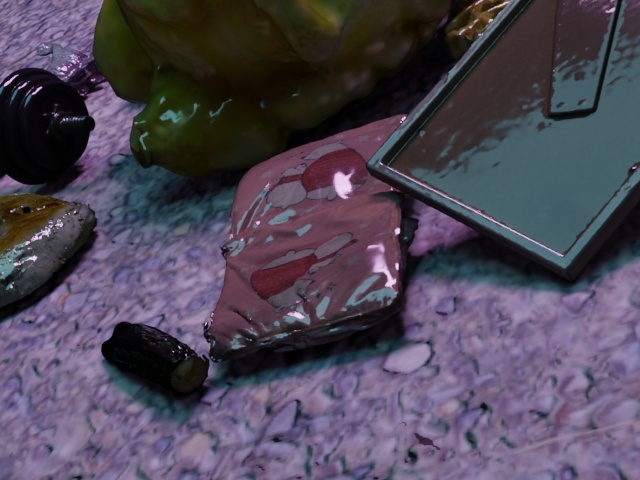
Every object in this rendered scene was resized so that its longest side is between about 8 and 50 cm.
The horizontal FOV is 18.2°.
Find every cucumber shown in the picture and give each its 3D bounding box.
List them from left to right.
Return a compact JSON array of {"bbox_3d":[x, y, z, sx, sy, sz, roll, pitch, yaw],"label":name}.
[{"bbox_3d":[-0.109,0.070,1.259,0.033,0.034,0.135,-36,26,-20],"label":"cucumber"}]

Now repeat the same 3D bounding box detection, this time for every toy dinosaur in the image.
[{"bbox_3d":[-0.234,-0.166,1.884,0.082,0.039,0.209,-3,39,31],"label":"toy dinosaur"}]

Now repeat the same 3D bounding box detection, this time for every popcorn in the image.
[{"bbox_3d":[-0.040,-0.228,1.557,0.335,0.279,0.274,-28,34,-31],"label":"popcorn"}]

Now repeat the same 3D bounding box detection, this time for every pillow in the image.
[{"bbox_3d":[0.000,0.000,1.304,0.135,0.049,0.248,-15,27,12],"label":"pillow"}]

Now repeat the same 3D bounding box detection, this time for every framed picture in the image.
[{"bbox_3d":[0.167,-0.102,1.257,0.184,0.016,0.250,29,72,41],"label":"framed picture"}]

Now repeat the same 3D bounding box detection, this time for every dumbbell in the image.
[{"bbox_3d":[-0.268,-0.094,1.682,0.208,0.099,0.099,-1,30,39],"label":"dumbbell"}]

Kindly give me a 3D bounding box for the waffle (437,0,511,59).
[{"bbox_3d":[0.184,-0.195,1.595,0.169,0.036,0.183,-7,28,27],"label":"waffle"}]

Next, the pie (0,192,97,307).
[{"bbox_3d":[-0.259,0.011,1.514,0.187,0.041,0.187,-19,22,8],"label":"pie"}]
